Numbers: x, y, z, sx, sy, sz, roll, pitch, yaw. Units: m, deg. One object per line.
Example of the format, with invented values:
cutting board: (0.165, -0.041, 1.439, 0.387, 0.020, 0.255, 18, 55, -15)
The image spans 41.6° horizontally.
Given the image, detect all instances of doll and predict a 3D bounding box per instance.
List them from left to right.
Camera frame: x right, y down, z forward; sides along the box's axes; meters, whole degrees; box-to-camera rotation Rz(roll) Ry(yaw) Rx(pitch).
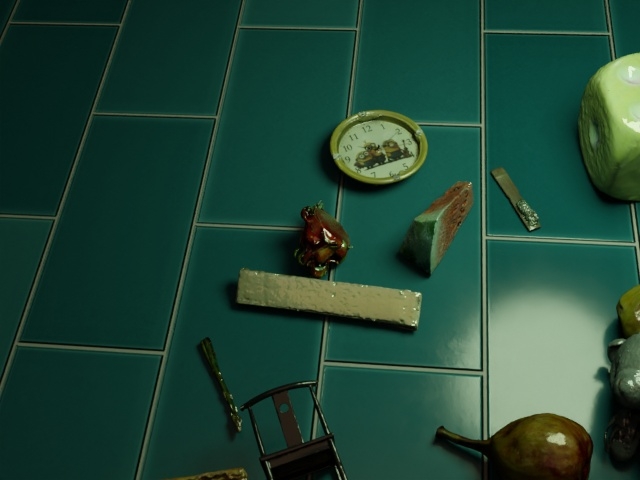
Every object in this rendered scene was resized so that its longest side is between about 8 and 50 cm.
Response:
doll: (0.612, 0.316, 1.523, 0.158, 0.246, 0.340, 20, 59, -29)

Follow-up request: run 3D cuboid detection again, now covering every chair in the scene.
chair: (-0.037, 0.412, 1.562, 0.155, 0.141, 0.260, -17, 58, -7)

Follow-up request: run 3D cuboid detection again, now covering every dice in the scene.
dice: (0.731, -0.249, 1.879, 0.250, 0.252, 0.254, -6, 58, 1)

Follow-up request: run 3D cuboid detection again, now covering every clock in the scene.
clock: (0.139, -0.214, 2.020, 0.237, 0.057, 0.237, -1, 55, 1)

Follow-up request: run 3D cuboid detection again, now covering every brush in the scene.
brush: (0.448, -0.102, 1.937, 0.034, 0.027, 0.190, -18, 56, -10)

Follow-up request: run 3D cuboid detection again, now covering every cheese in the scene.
cheese: (0.014, 0.122, 1.803, 0.400, 0.034, 0.085, 8, 82, 9)

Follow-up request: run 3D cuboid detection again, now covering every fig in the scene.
fig: (0.365, 0.371, 1.548, 0.191, 0.190, 0.290, -37, 47, -19)
fig: (0.673, 0.145, 1.685, 0.144, 0.154, 0.165, 28, 97, -21)

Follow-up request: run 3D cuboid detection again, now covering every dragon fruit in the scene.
dragon fruit: (0.000, 0.000, 1.850, 0.138, 0.142, 0.175, 32, 82, -15)

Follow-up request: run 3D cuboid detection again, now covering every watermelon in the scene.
watermelon: (0.273, -0.058, 1.872, 0.094, 0.154, 0.241, 29, 50, 21)

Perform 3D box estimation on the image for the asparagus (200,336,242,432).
asparagus: (-0.201, 0.295, 1.726, 0.023, 0.022, 0.232, 11, 39, -43)

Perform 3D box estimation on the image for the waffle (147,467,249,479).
waffle: (-0.215, 0.573, 1.499, 0.213, 0.091, 0.308, -7, 56, 0)
